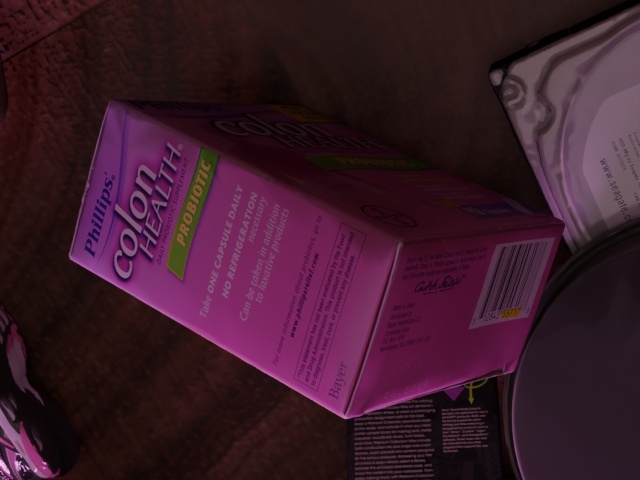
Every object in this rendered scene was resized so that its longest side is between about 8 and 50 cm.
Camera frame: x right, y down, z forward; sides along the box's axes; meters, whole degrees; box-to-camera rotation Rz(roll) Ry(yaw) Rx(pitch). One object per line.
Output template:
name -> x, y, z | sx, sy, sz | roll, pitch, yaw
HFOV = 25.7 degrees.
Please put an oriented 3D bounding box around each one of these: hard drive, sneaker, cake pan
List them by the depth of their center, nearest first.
cake pan -> 0.260, 0.124, 0.952 | 0.293, 0.054, 0.293 | 1, 93, 22
hard drive -> 0.319, -0.088, 0.996 | 0.339, 0.064, 0.237 | -23, 100, 12
sneaker -> -0.274, 0.124, 1.129 | 0.077, 0.072, 0.178 | -26, 93, 24

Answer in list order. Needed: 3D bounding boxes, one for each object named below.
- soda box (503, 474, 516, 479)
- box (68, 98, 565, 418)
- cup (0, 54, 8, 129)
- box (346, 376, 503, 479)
soda box -> 0.236, 0.218, 1.065 | 0.263, 0.092, 0.083 | -11, 101, 10
box -> 0.000, 0.000, 0.939 | 0.243, 0.213, 0.117 | 26, 108, 32
cup -> -0.358, -0.130, 0.977 | 0.331, 0.331, 0.237 | -31, 124, 14
box -> 0.078, 0.140, 1.056 | 0.116, 0.029, 0.162 | -4, 66, 9
